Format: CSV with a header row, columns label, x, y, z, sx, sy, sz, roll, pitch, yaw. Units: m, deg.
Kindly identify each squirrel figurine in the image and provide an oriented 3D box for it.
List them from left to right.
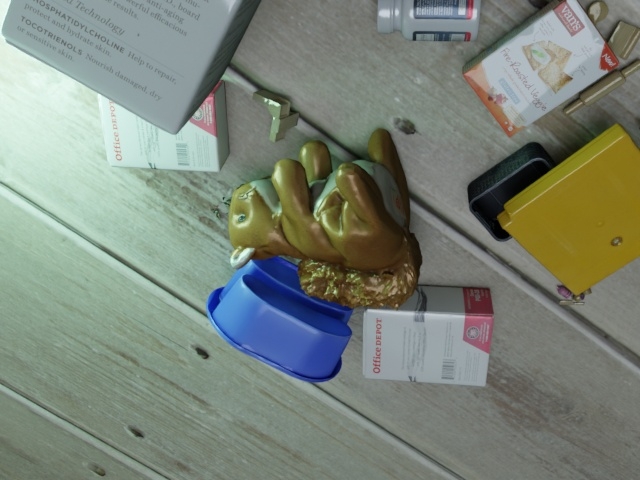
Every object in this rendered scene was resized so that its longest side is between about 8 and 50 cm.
label,x,y,z,sx,sy,sz,roll,pitch,yaw
squirrel figurine,0.000,0.000,1.521,0.371,0.281,0.396,-15,114,24

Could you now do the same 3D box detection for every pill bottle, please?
label,x,y,z,sx,sy,sz,roll,pitch,yaw
pill bottle,0.196,-0.417,1.333,0.180,0.108,0.107,3,121,7

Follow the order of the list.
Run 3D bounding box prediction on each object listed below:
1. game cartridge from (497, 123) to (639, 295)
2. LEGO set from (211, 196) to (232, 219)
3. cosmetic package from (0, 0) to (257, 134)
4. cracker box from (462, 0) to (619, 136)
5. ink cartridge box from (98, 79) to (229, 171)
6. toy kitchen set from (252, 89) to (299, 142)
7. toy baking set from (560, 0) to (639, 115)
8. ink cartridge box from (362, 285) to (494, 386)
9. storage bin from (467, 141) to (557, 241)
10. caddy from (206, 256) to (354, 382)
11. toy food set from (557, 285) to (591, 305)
label,x,y,z,sx,sy,sz,roll,pitch,yaw
game cartridge,0.545,-0.049,1.462,0.285,0.052,0.324,-38,127,22
LEGO set,-0.206,-0.077,1.647,0.083,0.023,0.054,-5,118,27
cosmetic package,-0.265,-0.466,1.245,0.327,0.329,0.393,29,119,-8
cracker box,0.400,-0.321,1.352,0.232,0.067,0.155,-35,106,24
ink cartridge box,-0.318,-0.240,1.518,0.237,0.100,0.171,3,121,6
toy kitchen set,-0.093,-0.259,1.512,0.075,0.068,0.083,29,125,24
toy baking set,0.470,-0.337,1.387,0.256,0.030,0.197,-39,105,26
ink cartridge box,0.242,0.214,1.690,0.283,0.117,0.207,3,121,6
storage bin,0.402,-0.098,1.503,0.180,0.084,0.122,-36,110,26
caddy,-0.086,0.182,1.653,0.341,0.241,0.179,28,114,-8
toy food set,0.565,0.097,1.629,0.078,0.019,0.122,1,120,8
